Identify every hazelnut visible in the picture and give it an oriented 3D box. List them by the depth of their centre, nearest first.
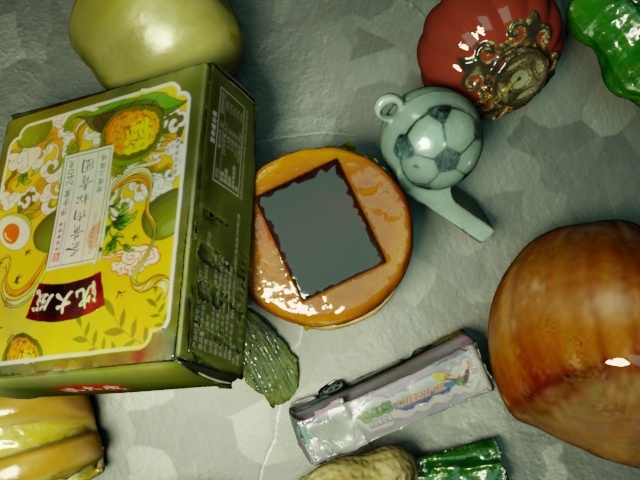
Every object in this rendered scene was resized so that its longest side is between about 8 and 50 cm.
[{"bbox_3d":[0.425,0.141,1.066,0.372,0.315,0.372,8,64,-16],"label":"hazelnut"}]

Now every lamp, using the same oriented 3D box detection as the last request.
[{"bbox_3d":[0.254,-0.296,1.129,0.226,0.227,0.227,0,88,2],"label":"lamp"}]

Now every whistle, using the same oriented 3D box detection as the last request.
[{"bbox_3d":[0.185,-0.130,1.089,0.289,0.163,0.163,30,89,-31],"label":"whistle"}]

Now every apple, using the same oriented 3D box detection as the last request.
[{"bbox_3d":[-0.247,-0.323,1.125,0.262,0.262,0.262,0,88,2],"label":"apple"}]

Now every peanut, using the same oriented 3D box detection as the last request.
[{"bbox_3d":[0.064,0.347,1.076,0.214,0.099,0.100,6,87,-34],"label":"peanut"}]

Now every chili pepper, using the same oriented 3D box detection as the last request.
[{"bbox_3d":[0.534,-0.263,1.133,0.385,0.213,0.167,49,132,7],"label":"chili pepper"},{"bbox_3d":[0.177,0.372,1.176,0.226,0.059,0.088,-10,81,3],"label":"chili pepper"}]

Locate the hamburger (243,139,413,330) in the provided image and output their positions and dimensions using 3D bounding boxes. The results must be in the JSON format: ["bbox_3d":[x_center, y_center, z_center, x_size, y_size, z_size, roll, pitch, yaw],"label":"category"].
[{"bbox_3d":[0.000,0.000,1.113,0.290,0.225,0.291,0,87,5],"label":"hamburger"}]

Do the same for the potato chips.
[{"bbox_3d":[-0.107,0.174,1.211,0.092,0.028,0.207,-35,88,-1],"label":"potato chips"}]

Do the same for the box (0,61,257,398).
[{"bbox_3d":[-0.283,-0.006,1.014,0.372,0.138,0.420,-8,66,24],"label":"box"}]

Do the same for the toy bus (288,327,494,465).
[{"bbox_3d":[0.106,0.247,1.144,0.317,0.138,0.112,-25,87,0],"label":"toy bus"}]

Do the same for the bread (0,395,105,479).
[{"bbox_3d":[-0.506,0.298,1.131,0.315,0.211,0.270,-16,86,-1],"label":"bread"}]
